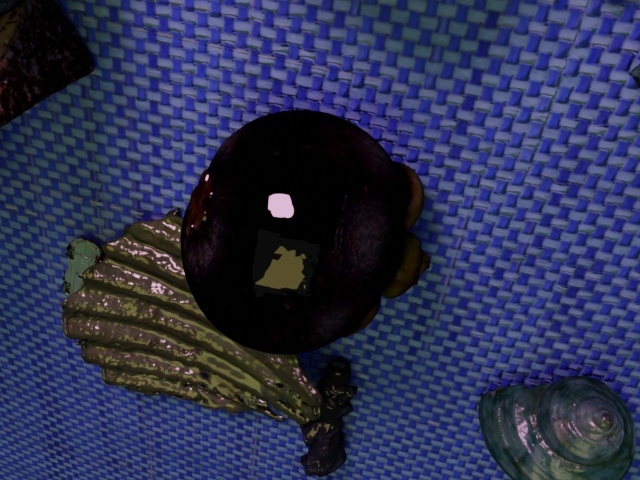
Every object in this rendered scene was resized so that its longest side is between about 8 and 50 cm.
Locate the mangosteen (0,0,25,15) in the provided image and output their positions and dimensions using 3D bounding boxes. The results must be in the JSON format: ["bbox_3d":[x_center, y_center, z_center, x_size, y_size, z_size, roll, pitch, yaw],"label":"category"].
[{"bbox_3d":[-0.373,-0.325,0.612,0.287,0.288,0.288,8,127,11],"label":"mangosteen"}]

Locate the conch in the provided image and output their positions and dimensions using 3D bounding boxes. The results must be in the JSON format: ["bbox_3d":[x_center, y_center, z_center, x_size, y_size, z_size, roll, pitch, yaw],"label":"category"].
[{"bbox_3d":[0.324,0.261,0.920,0.196,0.134,0.202,25,129,-3],"label":"conch"}]

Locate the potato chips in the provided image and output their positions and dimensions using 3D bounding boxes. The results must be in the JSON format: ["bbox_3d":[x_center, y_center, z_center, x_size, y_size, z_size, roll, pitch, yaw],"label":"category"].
[{"bbox_3d":[-0.178,0.137,0.996,0.388,0.097,0.373,4,122,14],"label":"potato chips"}]

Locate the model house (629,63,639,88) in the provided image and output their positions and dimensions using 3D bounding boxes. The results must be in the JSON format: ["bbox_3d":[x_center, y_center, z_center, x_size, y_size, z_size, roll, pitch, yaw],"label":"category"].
[{"bbox_3d":[0.457,-0.115,0.588,0.241,0.226,0.261,-40,111,20],"label":"model house"}]

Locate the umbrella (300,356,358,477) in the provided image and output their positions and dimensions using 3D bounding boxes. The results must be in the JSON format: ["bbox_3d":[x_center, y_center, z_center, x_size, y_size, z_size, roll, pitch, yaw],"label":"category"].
[{"bbox_3d":[0.009,0.274,1.072,0.071,0.080,0.224,37,133,36],"label":"umbrella"}]

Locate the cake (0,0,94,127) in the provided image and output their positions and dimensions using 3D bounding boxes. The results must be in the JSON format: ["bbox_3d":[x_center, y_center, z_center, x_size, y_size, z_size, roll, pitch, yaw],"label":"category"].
[{"bbox_3d":[-0.365,-0.193,0.730,0.112,0.246,0.135,-9,119,20],"label":"cake"}]

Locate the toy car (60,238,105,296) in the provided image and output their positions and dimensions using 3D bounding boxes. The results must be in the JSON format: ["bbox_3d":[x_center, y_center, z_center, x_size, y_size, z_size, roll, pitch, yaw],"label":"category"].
[{"bbox_3d":[-0.355,0.045,1.031,0.059,0.035,0.122,20,120,2],"label":"toy car"}]

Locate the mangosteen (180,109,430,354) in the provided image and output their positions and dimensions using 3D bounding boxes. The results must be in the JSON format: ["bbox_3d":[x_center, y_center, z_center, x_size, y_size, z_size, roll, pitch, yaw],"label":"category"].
[{"bbox_3d":[0.000,0.000,0.772,0.302,0.275,0.275,15,133,-29],"label":"mangosteen"}]
